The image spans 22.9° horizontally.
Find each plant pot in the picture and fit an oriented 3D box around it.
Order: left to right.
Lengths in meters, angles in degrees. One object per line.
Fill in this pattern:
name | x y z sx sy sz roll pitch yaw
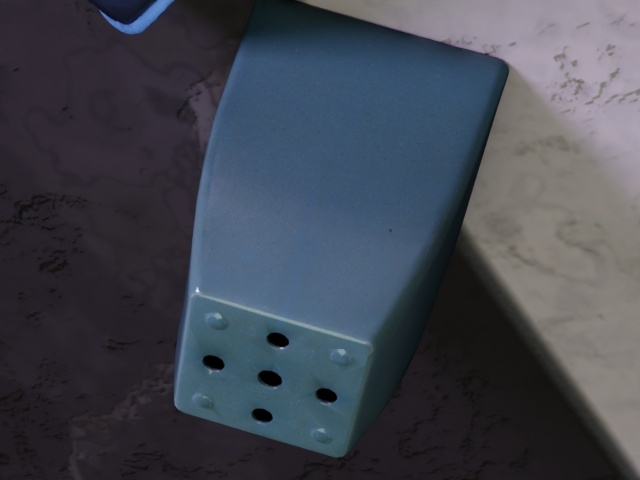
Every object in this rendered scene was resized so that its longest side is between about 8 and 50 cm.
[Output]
plant pot | 0.000 0.000 0.956 0.165 0.234 0.166 16 134 3

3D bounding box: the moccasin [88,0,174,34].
moccasin | -0.059 -0.232 0.831 0.117 0.138 0.342 40 130 -13
